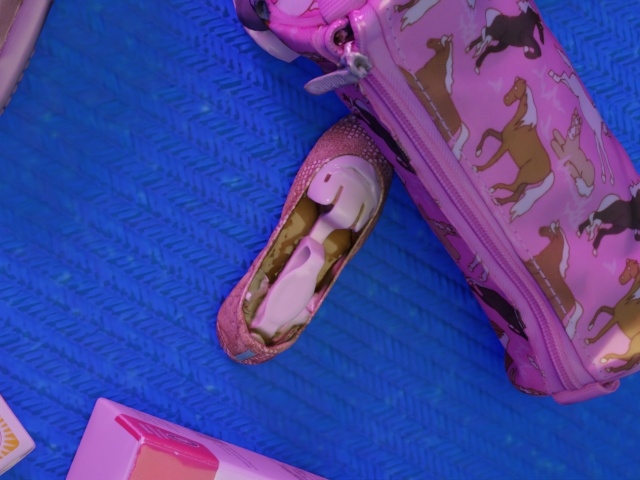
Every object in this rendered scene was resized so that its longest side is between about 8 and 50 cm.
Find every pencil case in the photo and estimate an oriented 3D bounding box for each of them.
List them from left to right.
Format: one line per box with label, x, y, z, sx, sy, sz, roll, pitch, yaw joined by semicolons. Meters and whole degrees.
pencil case;0.112;-0.064;1.219;0.167;0.160;0.386;-44;121;-11

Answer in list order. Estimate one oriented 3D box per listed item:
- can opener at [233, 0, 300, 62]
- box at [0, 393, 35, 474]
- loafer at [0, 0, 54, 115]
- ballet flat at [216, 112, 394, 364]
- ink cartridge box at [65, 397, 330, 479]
can opener;0.064;-0.223;1.272;0.283;0.095;0.076;-34;103;-5
box;-0.288;0.073;1.170;0.103;0.114;0.203;-36;108;-12
loafer;-0.206;-0.199;1.196;0.087;0.094;0.251;24;87;-21
ballet flat;0.000;0.000;1.282;0.073;0.067;0.206;30;85;-16
ink cartridge box;-0.045;0.200;1.227;0.237;0.172;0.100;22;87;-17
